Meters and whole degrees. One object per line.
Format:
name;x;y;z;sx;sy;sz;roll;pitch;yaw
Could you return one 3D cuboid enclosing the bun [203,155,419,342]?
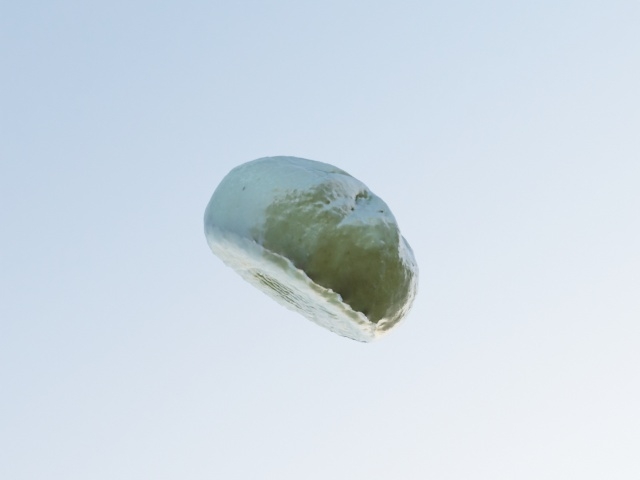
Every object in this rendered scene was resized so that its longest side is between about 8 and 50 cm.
bun;0.000;0.000;0.829;0.118;0.195;0.195;-55;-50;-14
